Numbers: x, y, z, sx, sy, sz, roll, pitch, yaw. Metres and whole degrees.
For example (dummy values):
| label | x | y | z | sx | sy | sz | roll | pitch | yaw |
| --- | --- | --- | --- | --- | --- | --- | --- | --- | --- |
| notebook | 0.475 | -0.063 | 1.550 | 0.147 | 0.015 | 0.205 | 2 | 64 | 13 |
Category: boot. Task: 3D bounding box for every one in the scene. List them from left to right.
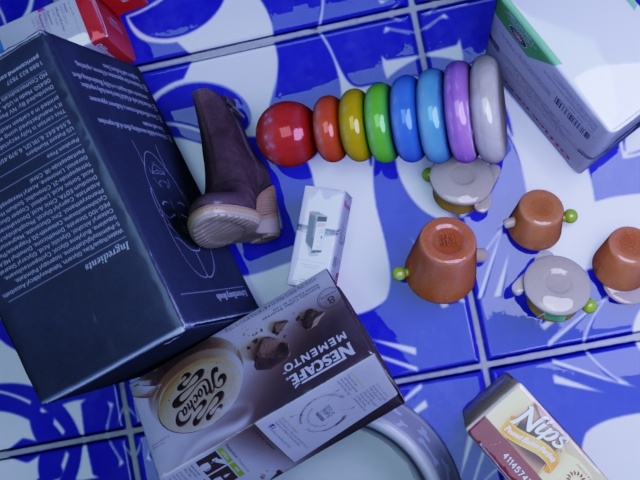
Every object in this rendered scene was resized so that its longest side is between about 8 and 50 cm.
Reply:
| label | x | y | z | sx | sy | sz | roll | pitch | yaw |
| --- | --- | --- | --- | --- | --- | --- | --- | --- | --- |
| boot | -0.136 | -0.098 | 1.475 | 0.090 | 0.248 | 0.207 | -23 | 81 | 14 |

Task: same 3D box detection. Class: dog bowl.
| label | x | y | z | sx | sy | sz | roll | pitch | yaw |
| --- | --- | --- | --- | --- | --- | --- | --- | --- | --- |
| dog bowl | 0.019 | 0.367 | 1.495 | 0.348 | 0.102 | 0.349 | -1 | 86 | 8 |

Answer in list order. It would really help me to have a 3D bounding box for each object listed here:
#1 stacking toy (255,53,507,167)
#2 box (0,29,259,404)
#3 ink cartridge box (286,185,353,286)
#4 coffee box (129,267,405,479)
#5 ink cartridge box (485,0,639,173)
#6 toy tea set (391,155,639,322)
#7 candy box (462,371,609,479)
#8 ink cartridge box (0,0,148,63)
| label | x | y | z | sx | sy | sz | roll | pitch | yaw |
| --- | --- | --- | --- | --- | --- | --- | --- | --- | --- |
| stacking toy | 0.074 | -0.158 | 1.496 | 0.330 | 0.141 | 0.141 | -4 | 85 | 14 |
| box | -0.288 | -0.026 | 1.454 | 0.212 | 0.293 | 0.396 | -29 | 83 | 12 |
| ink cartridge box | 0.000 | 0.000 | 1.524 | 0.056 | 0.099 | 0.135 | 10 | 86 | 9 |
| coffee box | -0.069 | 0.191 | 1.422 | 0.297 | 0.119 | 0.168 | -30 | 44 | 1 |
| ink cartridge box | 0.316 | -0.217 | 1.407 | 0.121 | 0.289 | 0.211 | -38 | 83 | 0 |
| toy tea set | 0.266 | 0.027 | 1.503 | 0.336 | 0.124 | 0.200 | 23 | 59 | 11 |
| candy box | 0.260 | 0.257 | 1.363 | 0.087 | 0.316 | 0.183 | -41 | 82 | 1 |
| ink cartridge box | -0.346 | -0.270 | 1.568 | 0.231 | 0.134 | 0.078 | -23 | 83 | 6 |
